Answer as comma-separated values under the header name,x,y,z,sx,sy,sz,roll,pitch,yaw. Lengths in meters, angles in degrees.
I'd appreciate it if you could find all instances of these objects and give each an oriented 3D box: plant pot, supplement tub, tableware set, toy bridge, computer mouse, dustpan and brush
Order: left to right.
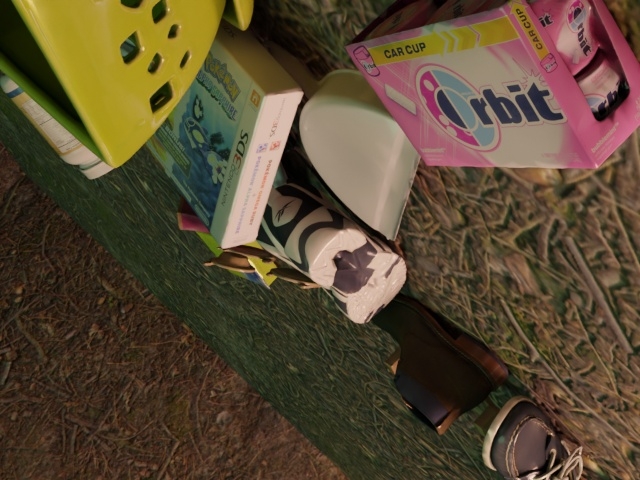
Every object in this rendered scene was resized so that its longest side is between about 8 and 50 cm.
name,x,y,z,sx,sy,sz,roll,pitch,yaw
supplement tub,-0.372,-0.208,1.367,0.200,0.144,0.144,53,163,-24
plant pot,-0.189,-0.237,0.717,0.228,0.207,0.227,39,163,23
tableware set,-0.060,0.034,1.101,0.168,0.020,0.141,16,-172,16
computer mouse,0.001,-0.084,0.932,0.242,0.041,0.071,40,172,41
dustpan and brush,0.011,-0.113,0.800,0.211,0.060,0.147,36,147,18
toy bridge,0.160,0.173,1.086,0.188,0.063,0.026,29,157,50

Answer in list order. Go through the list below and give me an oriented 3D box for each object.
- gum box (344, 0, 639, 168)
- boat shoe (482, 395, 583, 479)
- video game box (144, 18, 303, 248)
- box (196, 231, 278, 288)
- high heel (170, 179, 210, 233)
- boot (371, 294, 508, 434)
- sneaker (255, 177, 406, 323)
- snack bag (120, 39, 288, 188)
name,x,y,z,sx,sy,sz,roll,pitch,yaw
gum box,0.106,-0.105,0.550,0.107,0.062,0.188,52,163,-20
boat shoe,0.249,0.260,1.016,0.079,0.095,0.254,35,162,38
video game box,-0.110,-0.127,0.865,0.205,0.048,0.187,50,136,30
box,-0.138,0.019,1.508,0.109,0.042,0.178,52,163,-23
high heel,-0.118,-0.075,1.072,0.117,0.082,0.244,6,143,0
boot,0.107,0.140,1.063,0.219,0.106,0.082,28,156,47
sneaker,0.000,0.000,0.996,0.153,0.094,0.235,45,-172,30
snack bag,-0.127,-0.112,1.160,0.342,0.037,0.323,38,164,30
